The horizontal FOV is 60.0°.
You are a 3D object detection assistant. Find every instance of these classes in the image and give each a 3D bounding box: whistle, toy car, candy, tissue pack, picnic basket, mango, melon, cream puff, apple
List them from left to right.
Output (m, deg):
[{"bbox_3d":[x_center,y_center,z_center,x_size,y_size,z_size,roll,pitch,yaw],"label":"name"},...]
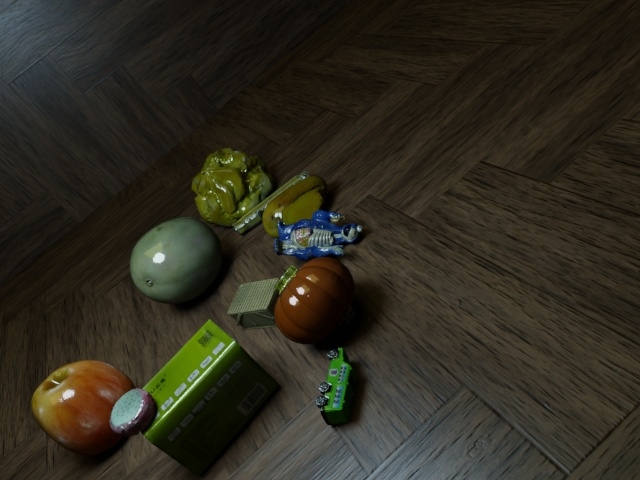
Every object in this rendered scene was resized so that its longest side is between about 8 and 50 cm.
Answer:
[{"bbox_3d":[-0.639,0.444,1.511,0.242,0.241,0.242,-28,33,20],"label":"apple"},{"bbox_3d":[-0.403,0.369,1.189,0.103,0.043,0.103,-21,40,19],"label":"candy"},{"bbox_3d":[-0.457,0.061,1.801,0.269,0.268,0.330,-19,16,27],"label":"melon"},{"bbox_3d":[-0.272,0.363,1.299,0.274,0.200,0.167,-46,35,-15],"label":"tissue pack"},{"bbox_3d":[-0.348,-0.223,2.069,0.291,0.257,0.324,3,50,41],"label":"cream puff"},{"bbox_3d":[-0.166,0.177,1.544,0.164,0.079,0.115,-12,40,34],"label":"picnic basket"},{"bbox_3d":[-0.168,-0.133,1.955,0.326,0.057,0.068,-37,52,3],"label":"whistle"},{"bbox_3d":[-0.075,-0.111,1.779,0.262,0.130,0.167,-41,27,-17],"label":"mango"},{"bbox_3d":[0.040,0.311,1.192,0.063,0.071,0.165,-3,44,21],"label":"toy car"}]

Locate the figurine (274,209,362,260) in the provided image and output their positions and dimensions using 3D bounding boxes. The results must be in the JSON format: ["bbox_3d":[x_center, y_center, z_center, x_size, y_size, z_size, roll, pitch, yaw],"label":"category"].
[{"bbox_3d":[-0.004,-0.006,1.602,0.262,0.120,0.164,4,55,24],"label":"figurine"}]

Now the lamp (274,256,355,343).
[{"bbox_3d":[-0.013,0.144,1.333,0.223,0.197,0.223,-54,-3,-5],"label":"lamp"}]
